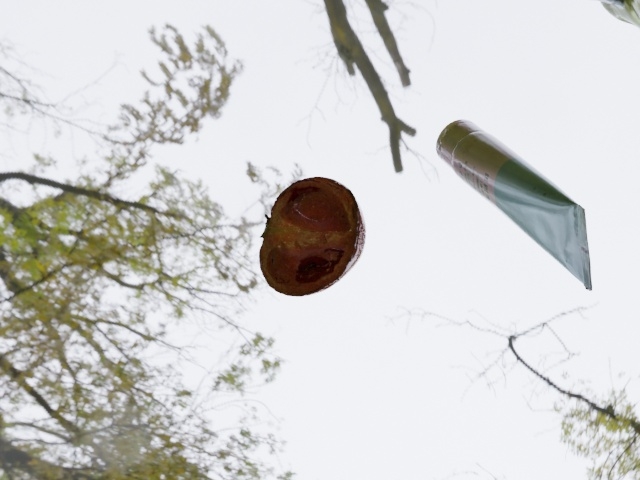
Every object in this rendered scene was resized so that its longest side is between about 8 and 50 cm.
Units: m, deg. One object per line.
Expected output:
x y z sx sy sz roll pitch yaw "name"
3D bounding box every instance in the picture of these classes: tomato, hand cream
0.000 0.000 1.172 0.173 0.099 0.189 16 -90 32 "tomato"
0.237 -0.066 0.910 0.070 0.111 0.312 -22 -145 -8 "hand cream"

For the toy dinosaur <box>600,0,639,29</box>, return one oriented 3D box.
0.265 -0.142 0.449 0.153 0.259 0.094 19 -79 -5 "toy dinosaur"
